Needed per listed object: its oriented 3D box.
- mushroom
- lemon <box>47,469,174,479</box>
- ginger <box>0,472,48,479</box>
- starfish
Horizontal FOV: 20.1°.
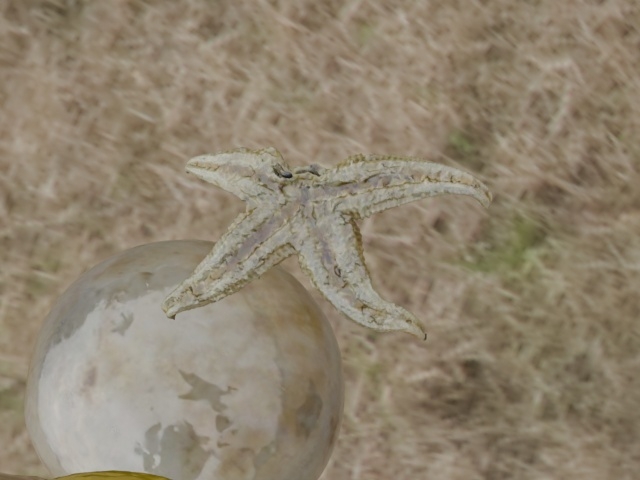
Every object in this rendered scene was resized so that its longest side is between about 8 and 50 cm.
[{"bbox_3d":[-0.128,0.158,1.688,0.297,0.290,0.297,4,57,-7],"label":"mushroom"},{"bbox_3d":[-0.155,0.299,1.203,0.297,0.297,0.297,-6,76,25],"label":"lemon"},{"bbox_3d":[-0.008,0.199,0.522,0.418,0.254,0.176,18,60,-11],"label":"ginger"},{"bbox_3d":[-0.001,0.002,1.334,0.247,0.050,0.138,5,92,20],"label":"starfish"}]
